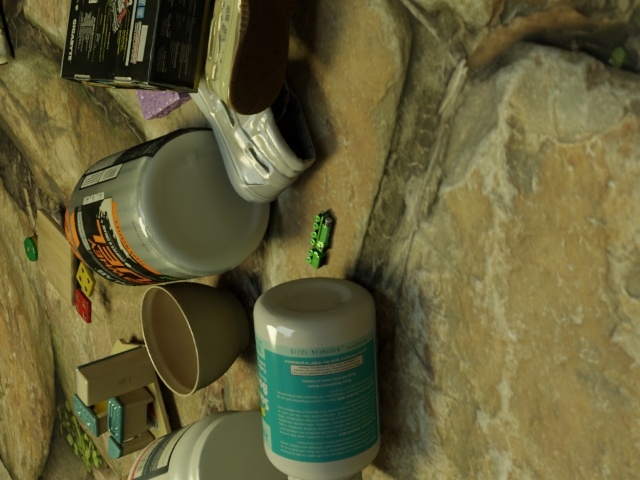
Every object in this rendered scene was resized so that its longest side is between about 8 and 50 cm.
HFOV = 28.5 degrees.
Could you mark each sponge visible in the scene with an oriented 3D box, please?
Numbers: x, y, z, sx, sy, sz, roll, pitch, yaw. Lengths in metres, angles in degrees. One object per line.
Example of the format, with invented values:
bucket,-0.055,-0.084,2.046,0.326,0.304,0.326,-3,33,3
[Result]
sponge,-0.246,-0.284,1.784,0.117,0.031,0.210,-21,86,58

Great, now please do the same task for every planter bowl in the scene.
planter bowl,-0.169,0.128,1.787,0.162,0.109,0.162,32,130,47

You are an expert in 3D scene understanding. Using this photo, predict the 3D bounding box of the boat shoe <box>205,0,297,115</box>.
boat shoe,-0.078,-0.288,1.426,0.089,0.105,0.285,36,118,43

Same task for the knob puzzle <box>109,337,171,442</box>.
knob puzzle,-0.306,0.255,2.131,0.213,0.030,0.213,31,129,46

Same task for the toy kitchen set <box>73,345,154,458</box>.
toy kitchen set,-0.368,0.249,2.077,0.166,0.122,0.207,39,135,41

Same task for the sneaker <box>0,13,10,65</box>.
sneaker,-0.593,-0.390,2.238,0.161,0.057,0.075,67,153,14

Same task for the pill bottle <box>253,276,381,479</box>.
pill bottle,-0.001,0.188,1.524,0.146,0.146,0.264,23,123,50

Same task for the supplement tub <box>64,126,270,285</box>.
supplement tub,-0.221,-0.038,1.710,0.316,0.194,0.193,-10,96,58

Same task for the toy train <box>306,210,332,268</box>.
toy train,0.000,0.000,1.557,0.024,0.017,0.083,38,135,29

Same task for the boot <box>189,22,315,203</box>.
boot,-0.086,-0.182,1.553,0.123,0.095,0.258,-34,78,44

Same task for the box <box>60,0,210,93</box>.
box,-0.224,-0.351,1.584,0.257,0.079,0.321,11,94,52

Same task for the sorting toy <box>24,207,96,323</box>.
sorting toy,-0.446,0.029,2.221,0.274,0.046,0.132,40,135,42

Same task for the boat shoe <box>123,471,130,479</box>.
boat shoe,-0.293,0.499,2.201,0.073,0.073,0.206,-36,-66,-84

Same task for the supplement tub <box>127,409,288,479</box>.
supplement tub,-0.147,0.346,1.779,0.272,0.191,0.191,-32,78,57
